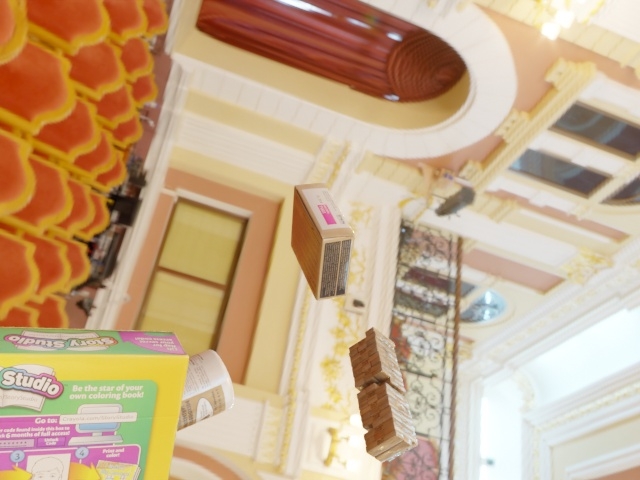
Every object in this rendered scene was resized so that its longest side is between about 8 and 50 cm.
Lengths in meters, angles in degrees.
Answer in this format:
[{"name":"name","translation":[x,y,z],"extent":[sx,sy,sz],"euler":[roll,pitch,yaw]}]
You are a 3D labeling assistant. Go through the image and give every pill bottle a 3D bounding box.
[{"name":"pill bottle","translation":[-0.301,0.318,1.408],"extent":[0.131,0.229,0.131],"euler":[42,-39,46]}]

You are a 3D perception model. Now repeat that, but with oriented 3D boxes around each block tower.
[{"name":"block tower","translation":[0.145,0.370,1.694],"extent":[0.097,0.091,0.335],"euler":[-36,-147,21]}]

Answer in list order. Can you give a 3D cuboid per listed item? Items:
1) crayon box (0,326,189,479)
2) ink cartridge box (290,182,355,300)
[{"name":"crayon box","translation":[-0.402,0.290,1.028],"extent":[0.106,0.362,0.313],"euler":[31,-67,61]},{"name":"ink cartridge box","translation":[0.000,0.000,1.733],"extent":[0.235,0.088,0.193],"euler":[-117,-154,-48]}]
